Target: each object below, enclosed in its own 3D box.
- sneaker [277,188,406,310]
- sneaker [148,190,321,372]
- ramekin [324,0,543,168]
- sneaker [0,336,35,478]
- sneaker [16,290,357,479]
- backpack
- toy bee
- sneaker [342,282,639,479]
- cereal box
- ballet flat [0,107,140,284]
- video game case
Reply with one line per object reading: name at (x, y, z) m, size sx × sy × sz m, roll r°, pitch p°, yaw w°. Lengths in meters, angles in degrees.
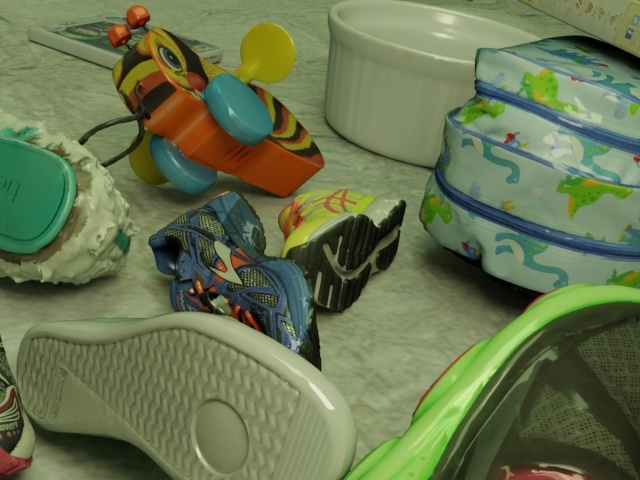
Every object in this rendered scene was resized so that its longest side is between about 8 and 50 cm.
sneaker at (0.000, 0.000, 0.952) m, size 0.094 × 0.081 × 0.208 m, roll 17°, pitch 13°, yaw 16°
sneaker at (-0.063, 0.044, 0.836) m, size 0.087 × 0.083 × 0.221 m, roll -19°, pitch 33°, yaw -17°
ramekin at (0.134, -0.186, 1.358) m, size 0.277 × 0.135 × 0.277 m, roll 10°, pitch 24°, yaw -4°
sneaker at (-0.256, 0.046, 0.682) m, size 0.121 × 0.112 × 0.299 m, roll -5°, pitch 28°, yaw -33°
sneaker at (-0.044, 0.079, 0.654) m, size 0.256 × 0.094 × 0.151 m, roll 7°, pitch 6°, yaw 44°
backpack at (0.245, -0.065, 1.033) m, size 0.356 × 0.273 × 0.290 m, roll -27°, pitch 49°, yaw -37°
toy bee at (-0.113, -0.137, 1.023) m, size 0.162 × 0.195 × 0.298 m, roll 62°, pitch 5°, yaw 21°
sneaker at (0.090, 0.173, 0.512) m, size 0.202 × 0.185 × 0.483 m, roll 36°, pitch 38°, yaw 21°
cereal box at (0.307, -0.178, 1.000) m, size 0.173 × 0.047 × 0.240 m, roll 10°, pitch 21°, yaw -30°
ballet flat at (-0.318, -0.059, 0.917) m, size 0.409 × 0.147 × 0.147 m, roll 25°, pitch 27°, yaw 23°
video game case at (-0.252, -0.257, 1.492) m, size 0.190 × 0.022 × 0.173 m, roll 22°, pitch 26°, yaw 24°
